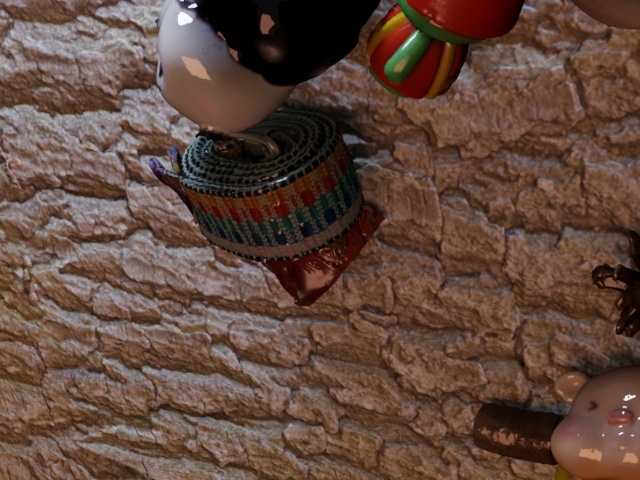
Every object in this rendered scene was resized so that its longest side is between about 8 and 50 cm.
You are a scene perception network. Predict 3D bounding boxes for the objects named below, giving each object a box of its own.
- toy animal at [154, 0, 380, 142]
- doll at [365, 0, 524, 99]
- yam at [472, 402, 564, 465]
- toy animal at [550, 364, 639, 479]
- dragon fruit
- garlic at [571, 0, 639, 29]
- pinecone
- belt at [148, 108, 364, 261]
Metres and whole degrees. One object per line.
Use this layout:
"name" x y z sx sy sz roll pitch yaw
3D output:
"toy animal" -0.087 -0.276 1.596 0.251 0.251 0.310 41 133 0
"doll" 0.173 -0.321 1.447 0.160 0.182 0.363 33 134 12
"yam" 0.301 0.288 1.843 0.127 0.084 0.084 9 123 28
"toy animal" 0.464 0.290 1.648 0.345 0.277 0.247 9 109 27
"dragon fruit" -0.002 -0.001 1.799 0.120 0.127 0.161 42 131 -11
"garlic" 0.361 -0.310 1.437 0.148 0.128 0.266 -17 121 48
"pinecone" 0.455 0.067 1.562 0.212 0.168 0.186 17 118 40
"belt" -0.082 -0.095 1.723 0.295 0.207 0.160 20 141 48
